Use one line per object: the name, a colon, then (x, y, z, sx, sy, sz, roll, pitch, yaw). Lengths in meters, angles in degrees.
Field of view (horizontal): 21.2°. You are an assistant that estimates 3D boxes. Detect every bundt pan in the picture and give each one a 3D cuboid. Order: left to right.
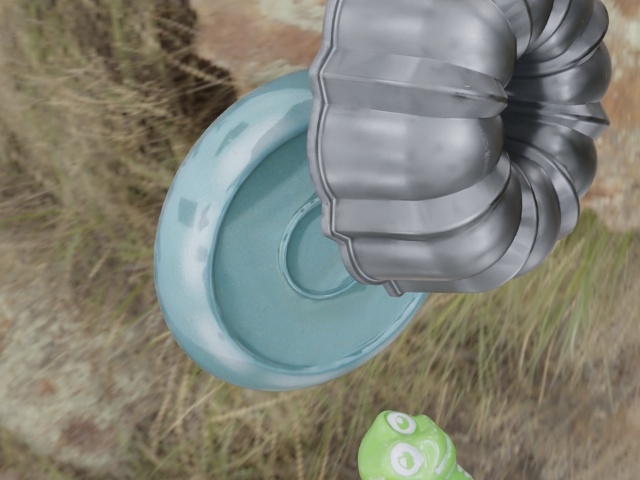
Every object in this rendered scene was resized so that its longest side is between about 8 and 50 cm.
bundt pan: (0.129, -0.108, 1.343, 0.124, 0.331, 0.331, 11, 102, 34)

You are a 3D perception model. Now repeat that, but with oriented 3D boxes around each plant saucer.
plant saucer: (0.000, 0.000, 1.552, 0.317, 0.044, 0.317, -14, 118, -27)

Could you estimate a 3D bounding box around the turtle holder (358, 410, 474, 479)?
turtle holder: (0.011, 0.309, 1.261, 0.227, 0.243, 0.320, 34, 114, -18)
